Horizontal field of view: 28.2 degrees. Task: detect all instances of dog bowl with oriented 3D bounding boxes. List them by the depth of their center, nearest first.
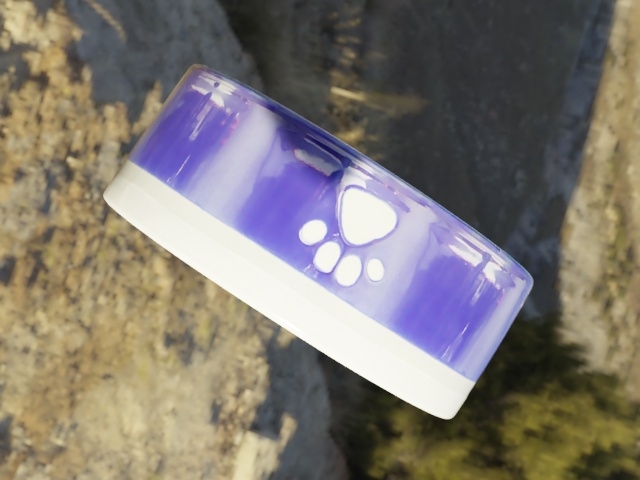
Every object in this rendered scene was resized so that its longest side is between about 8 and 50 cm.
[{"bbox_3d":[0.000,0.000,0.817,0.104,0.265,0.265,-57,165,0],"label":"dog bowl"}]
